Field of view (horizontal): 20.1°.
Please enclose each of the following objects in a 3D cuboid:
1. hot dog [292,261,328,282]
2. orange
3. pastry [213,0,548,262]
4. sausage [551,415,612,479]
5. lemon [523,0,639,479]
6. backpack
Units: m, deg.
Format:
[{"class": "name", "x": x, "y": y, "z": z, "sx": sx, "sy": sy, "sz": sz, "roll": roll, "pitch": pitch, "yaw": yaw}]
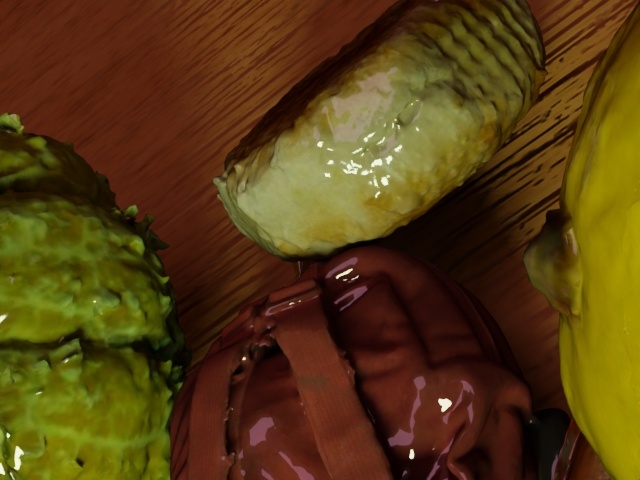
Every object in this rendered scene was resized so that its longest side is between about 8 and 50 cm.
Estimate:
[{"class": "hot dog", "x": 0.000, "y": 0.000, "z": 1.077, "sx": 0.030, "sy": 0.034, "sz": 0.090, "roll": -17, "pitch": 52, "yaw": 37}, {"class": "orange", "x": -0.207, "y": 0.078, "z": 1.074, "sx": 0.300, "sy": 0.223, "sz": 0.301, "roll": -56, "pitch": 50, "yaw": 22}, {"class": "pastry", "x": 0.035, "y": -0.064, "z": 0.996, "sx": 0.182, "sy": 0.093, "sz": 0.192, "roll": -29, "pitch": 15, "yaw": 45}, {"class": "sausage", "x": 0.138, "y": 0.155, "z": 0.781, "sx": 0.102, "sy": 0.102, "sz": 0.330, "roll": 6, "pitch": 68, "yaw": 48}, {"class": "lemon", "x": 0.230, "y": 0.004, "z": 0.637, "sx": 0.297, "sy": 0.297, "sz": 0.297, "roll": -26, "pitch": 48, "yaw": 32}, {"class": "backpack", "x": 0.010, "y": 0.105, "z": 0.911, "sx": 0.229, "sy": 0.139, "sz": 0.229, "roll": -26, "pitch": 47, "yaw": 32}]
